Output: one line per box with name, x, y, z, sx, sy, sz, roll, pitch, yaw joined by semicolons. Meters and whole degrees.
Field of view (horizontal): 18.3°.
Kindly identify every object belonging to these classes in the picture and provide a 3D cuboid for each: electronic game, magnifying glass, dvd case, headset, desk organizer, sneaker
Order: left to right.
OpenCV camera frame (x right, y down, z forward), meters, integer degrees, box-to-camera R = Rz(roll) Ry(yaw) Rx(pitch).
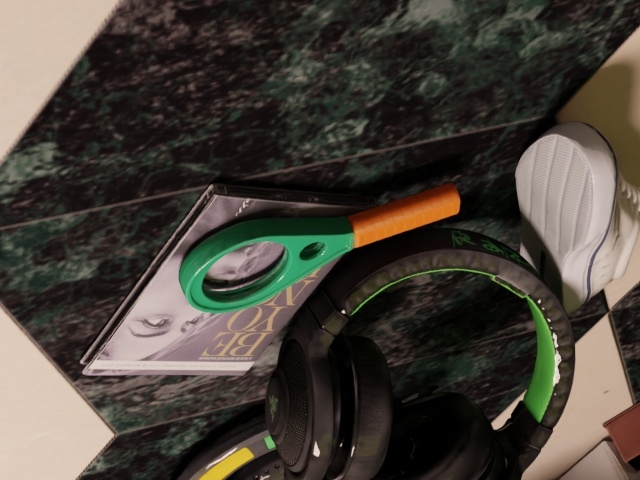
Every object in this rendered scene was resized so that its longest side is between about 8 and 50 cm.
dvd case;-0.073;0.037;1.580;0.164;0.018;0.221;4;138;-40
electronic game;-0.039;0.223;1.856;0.229;0.048;0.229;-19;148;-12
magnifying glass;0.000;0.000;1.543;0.231;0.026;0.092;-17;147;-14
headset;0.043;0.160;1.706;0.243;0.185;0.394;31;101;-25
sneaker;0.220;-0.031;1.643;0.091;0.094;0.258;-34;158;-16
desk organizer;0.372;0.189;2.106;0.130;0.050;0.047;-33;149;11

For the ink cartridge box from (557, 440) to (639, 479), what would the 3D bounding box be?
ink cartridge box;0.369;0.334;2.253;0.289;0.121;0.211;9;134;-44
